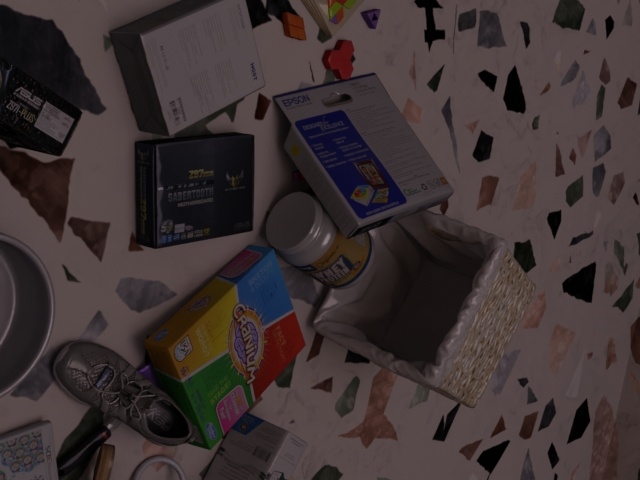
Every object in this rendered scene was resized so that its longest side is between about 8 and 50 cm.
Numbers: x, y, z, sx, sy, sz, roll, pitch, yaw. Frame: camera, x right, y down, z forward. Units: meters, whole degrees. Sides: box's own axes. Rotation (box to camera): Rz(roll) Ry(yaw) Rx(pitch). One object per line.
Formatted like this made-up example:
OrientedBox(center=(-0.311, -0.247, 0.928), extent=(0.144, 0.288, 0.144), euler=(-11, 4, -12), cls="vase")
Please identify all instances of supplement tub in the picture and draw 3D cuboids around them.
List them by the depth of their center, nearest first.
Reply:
OrientedBox(center=(0.000, 0.000, 2.011), extent=(0.199, 0.144, 0.144), euler=(33, 76, -46), cls="supplement tub")

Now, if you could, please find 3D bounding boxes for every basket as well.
OrientedBox(center=(0.224, 0.138, 2.138), extent=(0.266, 0.328, 0.331), euler=(41, 75, -50), cls="basket")

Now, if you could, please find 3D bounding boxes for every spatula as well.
OrientedBox(center=(-0.360, 0.314, 1.794), extent=(0.296, 0.030, 0.084), euler=(-43, 128, -30), cls="spatula")

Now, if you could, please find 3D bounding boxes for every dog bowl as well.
OrientedBox(center=(-0.531, 0.107, 1.499), extent=(0.265, 0.104, 0.265), euler=(-15, 110, -44), cls="dog bowl")

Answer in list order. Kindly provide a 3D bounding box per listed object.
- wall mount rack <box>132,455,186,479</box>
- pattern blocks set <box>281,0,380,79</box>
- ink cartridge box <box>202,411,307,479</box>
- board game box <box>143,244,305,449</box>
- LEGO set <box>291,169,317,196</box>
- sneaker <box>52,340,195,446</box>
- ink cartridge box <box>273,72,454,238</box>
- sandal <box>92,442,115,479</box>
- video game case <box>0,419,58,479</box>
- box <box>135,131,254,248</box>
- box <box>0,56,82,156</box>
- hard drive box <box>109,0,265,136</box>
OrientedBox(center=(-0.241, 0.568, 1.827), extent=(0.304, 0.130, 0.350), euler=(17, 70, -29), cls="wall mount rack")
OrientedBox(center=(0.018, -0.499, 1.983), extent=(0.325, 0.026, 0.285), euler=(39, 72, -45), cls="pattern blocks set")
OrientedBox(center=(-0.135, 0.446, 1.990), extent=(0.082, 0.139, 0.191), euler=(42, 71, -47), cls="ink cartridge box")
OrientedBox(center=(-0.169, 0.194, 1.913), extent=(0.316, 0.064, 0.242), euler=(-45, 130, -39), cls="board game box")
OrientedBox(center=(0.059, -0.124, 2.078), extent=(0.227, 0.093, 0.087), euler=(-26, 119, -40), cls="LEGO set")
OrientedBox(center=(-0.320, 0.258, 1.732), extent=(0.281, 0.115, 0.105), euler=(37, 68, -28), cls="sneaker")
OrientedBox(center=(0.080, -0.174, 2.029), extent=(0.303, 0.307, 0.072), euler=(-20, 160, -42), cls="ink cartridge box")
OrientedBox(center=(-0.419, 0.458, 1.751), extent=(0.079, 0.088, 0.240), euler=(14, 95, -15), cls="sandal")
OrientedBox(center=(-0.502, 0.381, 1.657), extent=(0.157, 0.019, 0.143), euler=(-15, 112, -38), cls="video game case")
OrientedBox(center=(-0.219, -0.093, 1.814), extent=(0.232, 0.059, 0.183), euler=(-11, 107, -46), cls="box")
OrientedBox(center=(-0.459, -0.201, 1.461), extent=(0.180, 0.147, 0.078), euler=(35, 75, -45), cls="box")
OrientedBox(center=(-0.219, -0.306, 1.734), extent=(0.232, 0.089, 0.181), euler=(-34, 124, -36), cls="hard drive box")
